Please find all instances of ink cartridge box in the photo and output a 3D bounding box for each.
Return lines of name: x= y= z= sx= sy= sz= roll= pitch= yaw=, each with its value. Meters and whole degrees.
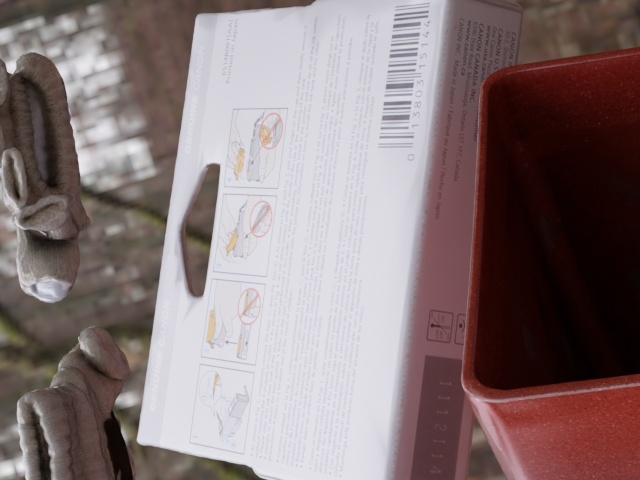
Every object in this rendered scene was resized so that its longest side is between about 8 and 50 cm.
ink cartridge box: x=0.000 y=0.000 z=1.142 sx=0.066 sy=0.261 sz=0.296 roll=9 pitch=-93 yaw=-36

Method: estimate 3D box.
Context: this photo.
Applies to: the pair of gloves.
pair of gloves: x=-0.119 y=0.032 z=0.883 sx=0.204 sy=0.042 sz=0.240 roll=96 pitch=165 yaw=-80

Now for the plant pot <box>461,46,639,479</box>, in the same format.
plant pot: x=0.230 y=0.062 z=0.930 sx=0.267 sy=0.267 sz=0.235 roll=-80 pitch=-22 yaw=-52
